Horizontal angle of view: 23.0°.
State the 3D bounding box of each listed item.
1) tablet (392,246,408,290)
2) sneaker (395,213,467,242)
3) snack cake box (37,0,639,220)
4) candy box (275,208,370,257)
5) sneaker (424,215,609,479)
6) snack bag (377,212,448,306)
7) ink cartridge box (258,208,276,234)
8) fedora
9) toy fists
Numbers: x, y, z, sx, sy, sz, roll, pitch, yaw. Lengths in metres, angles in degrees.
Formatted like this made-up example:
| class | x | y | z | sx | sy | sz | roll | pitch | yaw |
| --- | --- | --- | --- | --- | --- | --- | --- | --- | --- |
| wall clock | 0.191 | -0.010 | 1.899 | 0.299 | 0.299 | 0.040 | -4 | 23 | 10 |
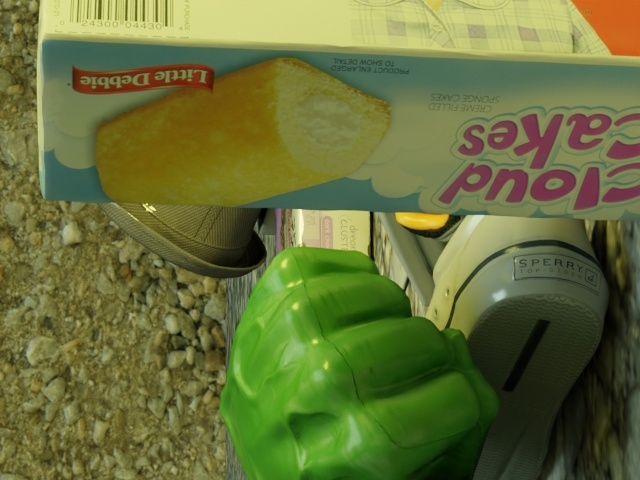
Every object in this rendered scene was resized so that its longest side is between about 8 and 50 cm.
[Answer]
| class | x | y | z | sx | sy | sz | roll | pitch | yaw |
| --- | --- | --- | --- | --- | --- | --- | --- | --- | --- |
| tablet | 0.067 | 0.005 | 1.254 | 0.083 | 0.006 | 0.054 | 104 | 166 | -55 |
| sneaker | 0.094 | -0.062 | 0.791 | 0.215 | 0.083 | 0.084 | 103 | 168 | -49 |
| snack cake box | 0.026 | -0.095 | 0.612 | 0.089 | 0.264 | 0.152 | 100 | 169 | -49 |
| candy box | 0.000 | 0.000 | 1.504 | 0.196 | 0.070 | 0.165 | 114 | 157 | -72 |
| sneaker | 0.088 | 0.062 | 0.832 | 0.258 | 0.094 | 0.091 | 117 | 165 | -52 |
| snack bag | 0.015 | -0.174 | 1.044 | 0.323 | 0.037 | 0.342 | 60 | -163 | -47 |
| ink cartridge box | -0.023 | -0.145 | 1.764 | 0.371 | 0.069 | 0.176 | 119 | 152 | -69 |
| fedora | -0.145 | -0.078 | 1.765 | 0.124 | 0.243 | 0.275 | -56 | 22 | 18 |
| toy fists | 0.047 | 0.130 | 0.731 | 0.279 | 0.096 | 0.142 | 62 | 158 | 19 |
